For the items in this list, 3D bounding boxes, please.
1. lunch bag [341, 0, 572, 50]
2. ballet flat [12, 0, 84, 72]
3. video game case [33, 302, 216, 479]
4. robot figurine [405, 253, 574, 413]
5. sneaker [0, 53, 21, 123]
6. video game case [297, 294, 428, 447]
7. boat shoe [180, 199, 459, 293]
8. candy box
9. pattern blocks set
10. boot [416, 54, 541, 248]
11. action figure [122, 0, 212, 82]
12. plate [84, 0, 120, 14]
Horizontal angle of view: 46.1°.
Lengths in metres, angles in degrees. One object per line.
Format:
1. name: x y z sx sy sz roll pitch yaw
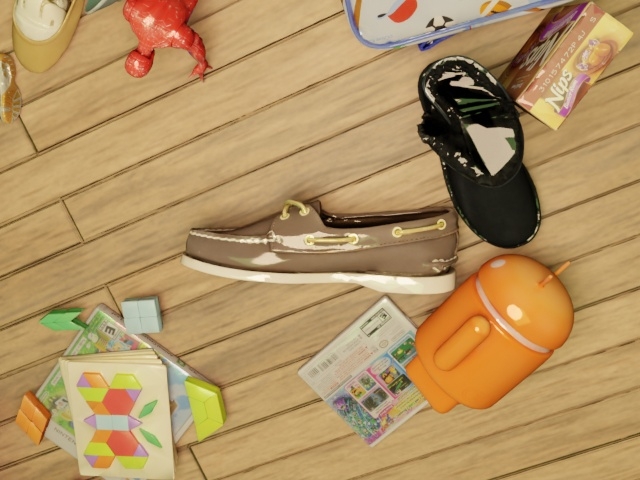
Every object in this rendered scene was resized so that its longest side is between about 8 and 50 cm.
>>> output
1. lunch bag: 0.141 -0.322 0.748 0.303 0.115 0.243 -12 132 11
2. ballet flat: -0.304 -0.298 0.853 0.080 0.073 0.232 30 107 -1
3. video game case: -0.275 0.220 1.016 0.193 0.023 0.212 37 106 -4
4. robot figurine: 0.196 0.103 0.859 0.158 0.128 0.219 26 121 -25
5. sneaker: -0.391 -0.185 0.920 0.036 0.032 0.083 3 101 20
6. video game case: 0.074 0.170 0.964 0.157 0.019 0.143 -42 97 14
7. boat shoe: 0.000 0.000 0.880 0.324 0.116 0.097 4 101 2
8. candy box: 0.237 -0.179 0.762 0.053 0.187 0.109 35 107 -3
9. pattern blocks set: -0.266 0.235 0.993 0.285 0.026 0.325 -14 103 11
10. boot: 0.170 -0.078 0.787 0.094 0.207 0.247 -24 102 12
11. action figure: -0.131 -0.292 0.835 0.091 0.139 0.280 31 84 1
12. plate: -0.187 -0.310 0.789 0.024 0.188 0.188 34 108 -30
